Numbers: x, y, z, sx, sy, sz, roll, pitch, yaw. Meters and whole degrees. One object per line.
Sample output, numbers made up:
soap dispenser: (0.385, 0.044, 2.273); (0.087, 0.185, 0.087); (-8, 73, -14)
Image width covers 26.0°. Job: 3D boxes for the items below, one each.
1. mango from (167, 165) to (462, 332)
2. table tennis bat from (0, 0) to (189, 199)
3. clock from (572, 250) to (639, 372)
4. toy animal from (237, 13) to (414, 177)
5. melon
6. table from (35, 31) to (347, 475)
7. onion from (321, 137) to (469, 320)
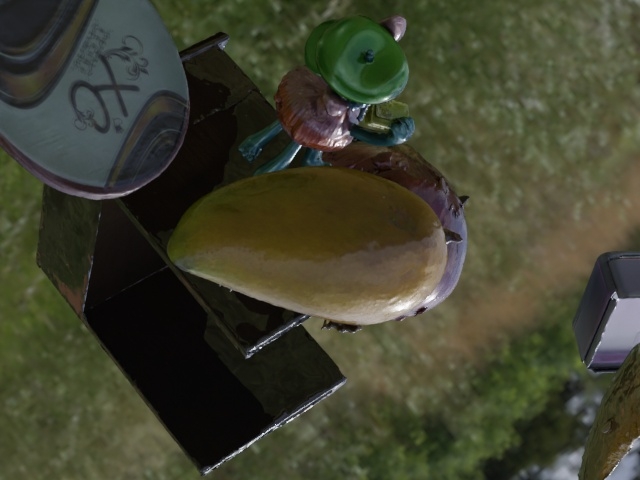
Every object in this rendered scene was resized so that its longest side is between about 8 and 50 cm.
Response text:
mango: (0.000, 0.000, 0.839); (0.188, 0.101, 0.066); (5, 148, -17)
table tennis bat: (-0.199, -0.165, 0.936); (0.022, 0.301, 0.173); (-24, -168, 48)
clock: (0.398, 0.080, 1.578); (0.193, 0.073, 0.144); (0, 138, -10)
toy animal: (0.012, -0.095, 1.040); (0.100, 0.103, 0.208); (-50, -176, -32)
melon: (0.285, 0.186, 1.318); (0.098, 0.054, 0.182); (-70, -178, -48)
table: (-0.100, 0.015, 1.275); (0.196, 0.282, 0.250); (-30, 158, -30)
onion: (0.061, -0.012, 1.835); (0.276, 0.276, 0.276); (-37, 175, -4)
